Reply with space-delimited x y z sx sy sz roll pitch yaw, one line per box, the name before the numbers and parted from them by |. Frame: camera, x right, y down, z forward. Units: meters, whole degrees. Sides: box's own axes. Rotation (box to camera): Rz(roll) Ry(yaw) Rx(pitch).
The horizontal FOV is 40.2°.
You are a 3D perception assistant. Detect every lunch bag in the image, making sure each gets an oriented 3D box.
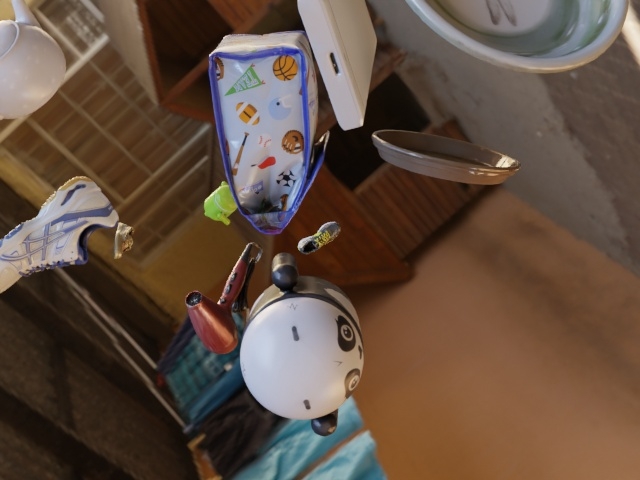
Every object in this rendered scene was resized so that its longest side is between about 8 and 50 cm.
lunch bag | -0.102 -0.239 1.887 0.328 0.238 0.386 -85 -8 -72

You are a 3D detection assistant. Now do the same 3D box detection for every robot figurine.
robot figurine | -0.022 0.145 1.240 0.209 0.174 0.278 36 -174 -5
robot figurine | -0.237 -0.090 2.110 0.067 0.115 0.101 20 -122 -26

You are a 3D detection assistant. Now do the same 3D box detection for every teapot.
teapot | -0.742 -0.420 2.052 0.256 0.252 0.187 60 -176 39

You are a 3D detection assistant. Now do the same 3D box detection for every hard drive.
hard drive | 0.037 -0.375 1.524 0.353 0.047 0.233 -79 -28 -56

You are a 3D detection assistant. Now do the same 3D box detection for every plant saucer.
plant saucer | 0.228 -0.153 1.610 0.277 0.041 0.278 9 -164 -3
plant saucer | 0.275 -0.408 1.354 0.400 0.400 0.100 49 153 9

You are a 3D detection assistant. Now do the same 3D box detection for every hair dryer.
hair dryer | -0.204 0.125 1.839 0.293 0.080 0.224 -16 -77 -69

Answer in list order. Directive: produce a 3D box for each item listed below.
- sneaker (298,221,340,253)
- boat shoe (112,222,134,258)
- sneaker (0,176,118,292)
sneaker | 0.000 0.000 1.492 0.031 0.083 0.035 53 -171 -16
boat shoe | -0.493 0.001 2.196 0.045 0.050 0.135 11 -146 -12
sneaker | -0.520 0.016 1.677 0.131 0.296 0.112 47 -179 -1
